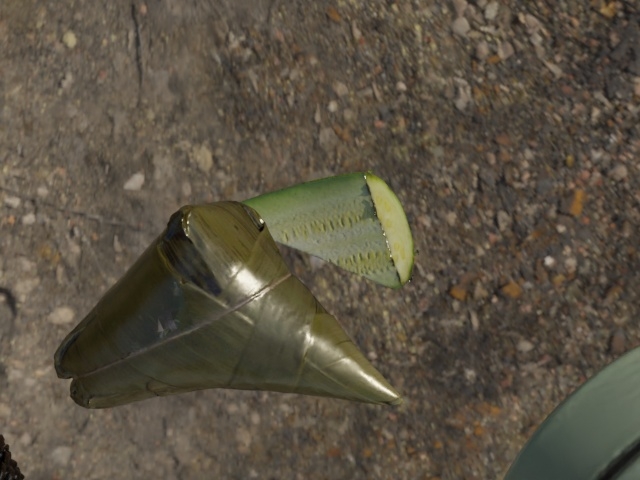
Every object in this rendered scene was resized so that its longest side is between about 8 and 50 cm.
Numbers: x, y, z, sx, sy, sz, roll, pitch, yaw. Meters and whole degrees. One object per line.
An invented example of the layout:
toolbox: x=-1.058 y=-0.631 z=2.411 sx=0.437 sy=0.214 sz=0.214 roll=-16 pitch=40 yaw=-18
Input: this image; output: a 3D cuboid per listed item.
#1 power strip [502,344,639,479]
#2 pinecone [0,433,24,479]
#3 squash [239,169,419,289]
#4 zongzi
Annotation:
power strip: x=0.346 y=0.274 z=0.974 sx=0.358 sy=0.161 sz=0.357 roll=-19 pitch=133 yaw=-22
pinecone: x=-0.676 y=0.462 z=1.761 sx=0.309 sy=0.244 sz=0.244 roll=8 pitch=120 yaw=-11
squash: x=0.000 y=0.000 z=1.552 sx=0.289 sy=0.111 sz=0.203 roll=-17 pitch=94 yaw=30
zongzi: x=-0.105 y=0.142 z=1.015 sx=0.300 sy=0.145 sz=0.274 roll=46 pitch=110 yaw=3
